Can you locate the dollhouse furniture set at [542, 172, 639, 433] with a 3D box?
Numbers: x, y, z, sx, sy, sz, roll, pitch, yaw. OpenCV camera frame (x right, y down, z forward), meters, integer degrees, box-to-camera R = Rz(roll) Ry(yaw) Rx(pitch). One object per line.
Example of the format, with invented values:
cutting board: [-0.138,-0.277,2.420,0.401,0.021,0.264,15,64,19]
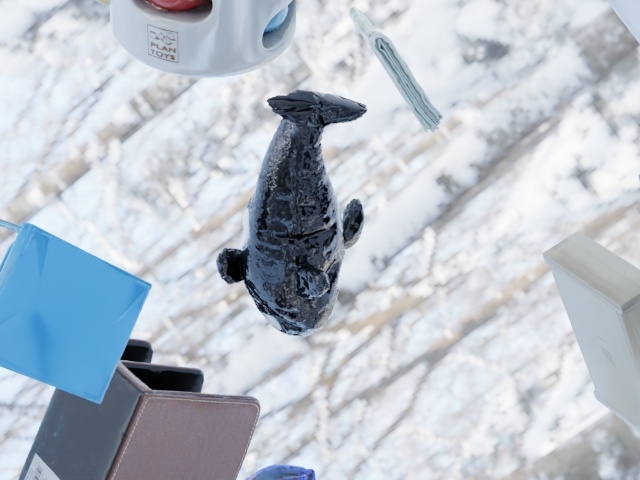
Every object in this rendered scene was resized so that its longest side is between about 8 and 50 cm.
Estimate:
dollhouse furniture set: [0.426,0.053,1.442,0.286,0.303,0.198,41,160,58]

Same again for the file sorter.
file sorter: [-0.256,0.054,1.298,0.104,0.118,0.170,19,172,35]

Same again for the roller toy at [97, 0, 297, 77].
roller toy: [-0.119,-0.257,1.483,0.191,0.209,0.146,-124,29,-45]

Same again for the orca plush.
orca plush: [0.000,0.000,1.352,0.151,0.287,0.102,-6,-137,-31]

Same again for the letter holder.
letter holder: [-0.232,0.287,1.815,0.214,0.301,0.152,11,-163,-46]

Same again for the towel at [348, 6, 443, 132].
towel: [0.072,-0.171,1.431,0.113,0.023,0.152,56,-175,-20]

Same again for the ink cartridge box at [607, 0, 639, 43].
ink cartridge box: [0.177,-0.227,0.466,0.395,0.285,0.166,42,164,-35]

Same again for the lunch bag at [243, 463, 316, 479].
lunch bag: [-0.090,0.272,0.858,0.138,0.221,0.293,22,-130,-14]
